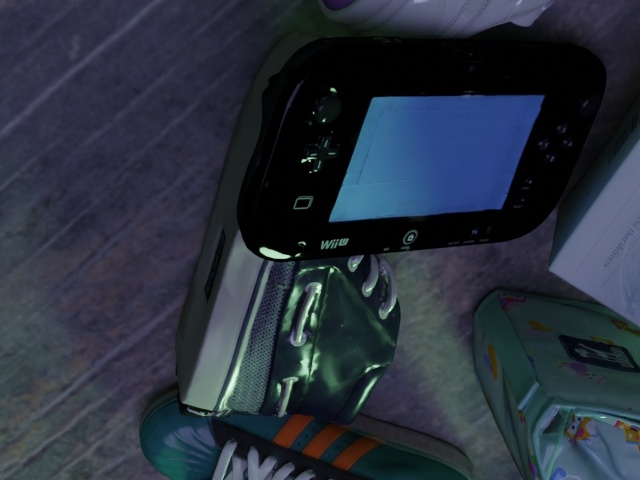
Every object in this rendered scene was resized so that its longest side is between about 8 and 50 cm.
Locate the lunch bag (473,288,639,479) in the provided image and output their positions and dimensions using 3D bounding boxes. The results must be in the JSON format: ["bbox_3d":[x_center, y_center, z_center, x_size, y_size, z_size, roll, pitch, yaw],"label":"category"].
[{"bbox_3d":[0.232,0.165,1.373,0.160,0.223,0.262,-38,112,10],"label":"lunch bag"}]

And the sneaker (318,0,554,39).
[{"bbox_3d":[0.140,-0.246,1.229,0.305,0.114,0.152,-41,130,18],"label":"sneaker"}]

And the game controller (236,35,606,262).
[{"bbox_3d":[0.078,-0.067,1.245,0.319,0.067,0.167,-5,116,-40],"label":"game controller"}]

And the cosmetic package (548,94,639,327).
[{"bbox_3d":[0.327,-0.026,1.293,0.224,0.138,0.224,31,113,-2],"label":"cosmetic package"}]

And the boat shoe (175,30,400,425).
[{"bbox_3d":[0.000,0.000,1.341,0.158,0.127,0.341,10,125,-16],"label":"boat shoe"}]

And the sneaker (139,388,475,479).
[{"bbox_3d":[-0.004,0.203,1.437,0.302,0.121,0.108,14,116,-10],"label":"sneaker"}]
